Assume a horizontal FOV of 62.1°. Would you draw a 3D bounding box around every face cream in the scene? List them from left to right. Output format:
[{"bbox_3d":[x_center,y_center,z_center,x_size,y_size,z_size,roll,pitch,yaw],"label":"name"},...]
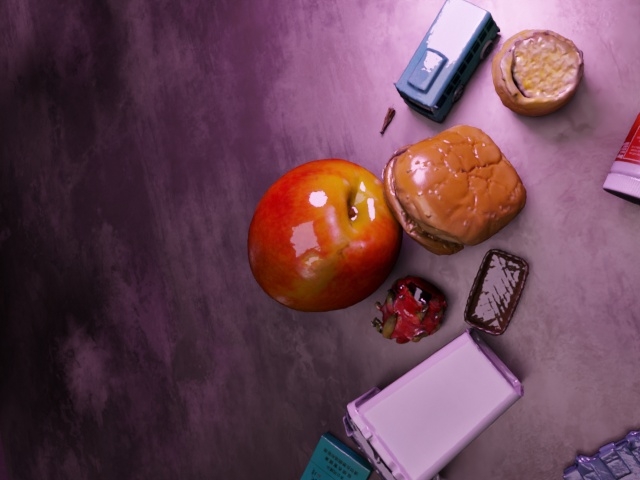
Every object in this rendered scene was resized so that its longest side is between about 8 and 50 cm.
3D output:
[{"bbox_3d":[0.686,-0.149,1.025,0.201,0.201,0.187,27,103,23],"label":"face cream"}]

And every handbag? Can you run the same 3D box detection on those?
[{"bbox_3d":[0.658,0.508,1.130,0.229,0.062,0.179,-42,70,21],"label":"handbag"}]

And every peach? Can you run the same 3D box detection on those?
[{"bbox_3d":[0.000,0.000,1.284,0.388,0.388,0.388,0,91,26],"label":"peach"}]

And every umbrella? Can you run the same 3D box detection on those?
[{"bbox_3d":[0.173,-0.314,1.374,0.020,0.031,0.083,25,106,-9],"label":"umbrella"}]

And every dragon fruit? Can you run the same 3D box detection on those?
[{"bbox_3d":[0.209,0.174,1.294,0.167,0.160,0.172,23,109,-18],"label":"dragon fruit"}]

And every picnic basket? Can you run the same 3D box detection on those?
[{"bbox_3d":[0.412,0.120,1.245,0.110,0.055,0.193,23,101,25],"label":"picnic basket"}]

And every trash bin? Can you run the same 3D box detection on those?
[{"bbox_3d":[0.278,0.401,1.225,0.368,0.256,0.296,-43,71,12],"label":"trash bin"}]

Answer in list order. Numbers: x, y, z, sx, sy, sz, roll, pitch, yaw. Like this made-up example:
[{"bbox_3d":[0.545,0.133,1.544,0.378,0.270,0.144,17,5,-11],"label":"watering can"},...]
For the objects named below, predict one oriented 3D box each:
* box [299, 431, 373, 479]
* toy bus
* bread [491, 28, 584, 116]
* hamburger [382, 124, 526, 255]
[{"bbox_3d":[0.029,0.664,1.449,0.161,0.042,0.226,30,103,24],"label":"box"},{"bbox_3d":[0.291,-0.421,1.247,0.128,0.147,0.256,38,105,23],"label":"toy bus"},{"bbox_3d":[0.467,-0.369,1.149,0.197,0.170,0.197,3,100,16],"label":"bread"},{"bbox_3d":[0.289,-0.119,1.181,0.318,0.319,0.158,57,153,14],"label":"hamburger"}]
